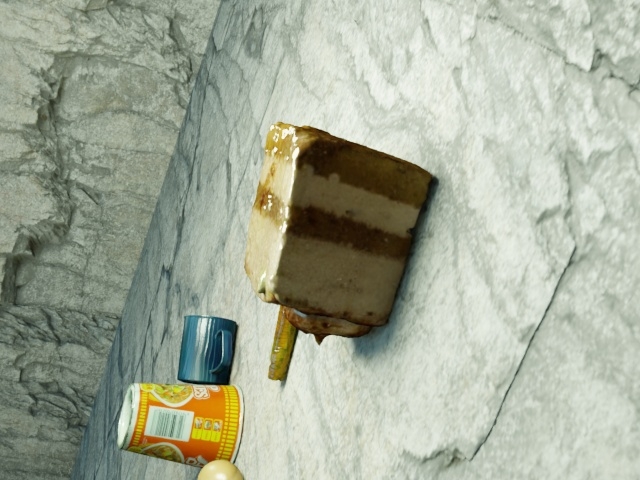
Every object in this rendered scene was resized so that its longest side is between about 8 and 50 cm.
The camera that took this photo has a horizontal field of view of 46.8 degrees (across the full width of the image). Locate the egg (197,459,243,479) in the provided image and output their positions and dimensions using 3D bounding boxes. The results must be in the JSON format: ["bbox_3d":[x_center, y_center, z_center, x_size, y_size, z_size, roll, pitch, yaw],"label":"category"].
[{"bbox_3d":[-0.179,0.440,1.344,0.096,0.080,0.080,-20,57,46],"label":"egg"}]

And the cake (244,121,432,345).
[{"bbox_3d":[0.000,0.000,1.013,0.196,0.199,0.292,35,111,65],"label":"cake"}]

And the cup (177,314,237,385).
[{"bbox_3d":[-0.242,0.233,1.564,0.150,0.114,0.138,113,163,-74],"label":"cup"}]

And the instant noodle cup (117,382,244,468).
[{"bbox_3d":[-0.282,0.363,1.463,0.193,0.212,0.193,-167,90,-69],"label":"instant noodle cup"}]

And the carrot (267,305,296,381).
[{"bbox_3d":[-0.060,0.162,1.273,0.042,0.042,0.170,-167,88,-69],"label":"carrot"}]
